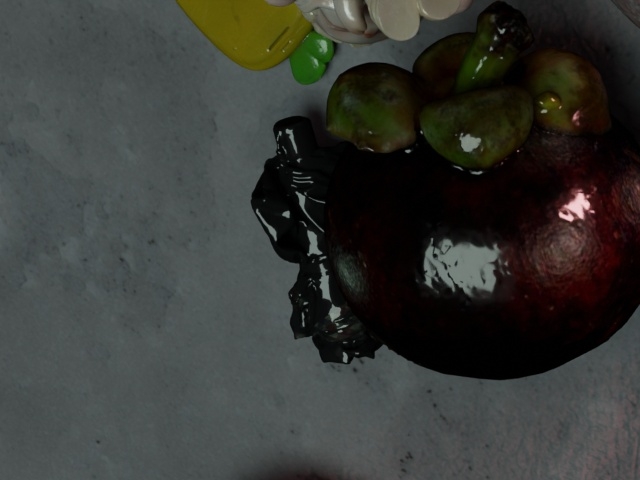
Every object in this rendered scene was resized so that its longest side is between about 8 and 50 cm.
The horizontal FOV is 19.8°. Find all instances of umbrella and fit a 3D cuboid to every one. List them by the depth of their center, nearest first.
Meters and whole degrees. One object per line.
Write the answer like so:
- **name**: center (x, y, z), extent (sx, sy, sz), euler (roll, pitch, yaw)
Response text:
- **umbrella**: center (-0.001, 0.001, 1.912), extent (0.122, 0.110, 0.272), euler (-18, 114, -6)

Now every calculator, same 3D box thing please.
- **calculator**: center (-0.077, -0.254, 1.862), extent (0.235, 0.032, 0.146), euler (46, 129, 2)

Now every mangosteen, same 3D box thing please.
- **mangosteen**: center (0.150, -0.027, 1.682), extent (0.330, 0.330, 0.330), euler (14, 122, 23)

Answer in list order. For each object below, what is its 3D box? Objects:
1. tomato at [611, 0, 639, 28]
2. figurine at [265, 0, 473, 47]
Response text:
- **tomato**: center (0.331, -0.279, 1.345), extent (0.317, 0.282, 0.316), euler (18, 142, 15)
- **figurine**: center (0.038, -0.245, 1.681), extent (0.144, 0.182, 0.257), euler (65, 166, -5)
